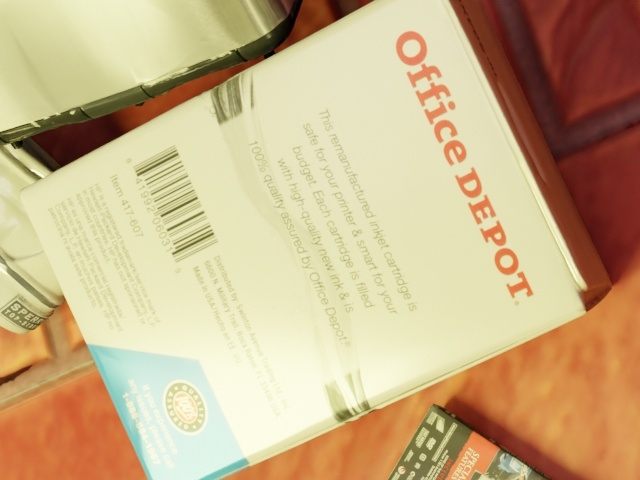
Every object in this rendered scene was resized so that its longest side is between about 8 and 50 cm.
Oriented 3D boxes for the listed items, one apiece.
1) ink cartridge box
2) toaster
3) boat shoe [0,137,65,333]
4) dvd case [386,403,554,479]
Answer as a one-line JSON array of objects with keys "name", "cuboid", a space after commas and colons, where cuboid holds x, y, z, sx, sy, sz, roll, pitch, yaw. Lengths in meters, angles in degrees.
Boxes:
[{"name": "ink cartridge box", "cuboid": [0.000, 0.000, 0.739, 0.203, 0.086, 0.148, -25, 86, 17]}, {"name": "toaster", "cuboid": [-0.093, -0.130, 0.777, 0.168, 0.110, 0.185, -17, 30, 22]}, {"name": "boat shoe", "cuboid": [-0.196, -0.077, 0.867, 0.088, 0.096, 0.267, -43, 65, 5]}, {"name": "dvd case", "cuboid": [0.073, 0.135, 0.732, 0.119, 0.013, 0.087, 31, 92, 29]}]
